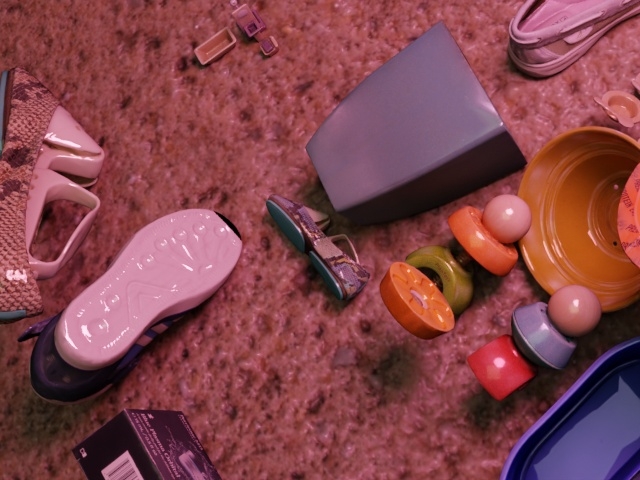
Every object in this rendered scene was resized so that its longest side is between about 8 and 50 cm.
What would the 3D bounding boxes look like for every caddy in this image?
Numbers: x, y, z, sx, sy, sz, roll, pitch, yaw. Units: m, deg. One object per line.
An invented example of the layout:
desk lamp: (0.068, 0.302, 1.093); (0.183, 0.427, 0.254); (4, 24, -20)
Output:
caddy: (0.350, 0.258, 0.872); (0.341, 0.179, 0.241); (-47, 68, 2)

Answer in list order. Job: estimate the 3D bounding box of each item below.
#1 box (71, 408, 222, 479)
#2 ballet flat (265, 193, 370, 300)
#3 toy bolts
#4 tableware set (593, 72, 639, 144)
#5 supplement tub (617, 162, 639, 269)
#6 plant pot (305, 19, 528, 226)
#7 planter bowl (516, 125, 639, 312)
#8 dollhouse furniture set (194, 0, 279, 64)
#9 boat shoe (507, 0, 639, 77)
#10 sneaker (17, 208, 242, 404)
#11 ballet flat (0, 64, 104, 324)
box: (-0.210, 0.305, 1.043); (0.093, 0.158, 0.156); (-38, 70, 6)
ballet flat: (0.000, 0.000, 1.113); (0.070, 0.070, 0.188); (-40, 71, 5)
toy bolts: (0.207, 0.060, 0.946); (0.158, 0.218, 0.228); (-45, 74, 25)
tableware set: (0.419, -0.150, 0.993); (0.168, 0.020, 0.141); (-28, 64, -27)
supplement tub: (0.450, 0.017, 0.791); (0.193, 0.316, 0.194); (-38, 41, 42)
plant pot: (0.115, -0.125, 1.053); (0.234, 0.165, 0.166); (-32, 70, 15)
planter bowl: (0.345, -0.027, 0.968); (0.217, 0.090, 0.217); (11, 103, 54)
dollhouse furniture set: (-0.137, -0.299, 1.210); (0.114, 0.081, 0.091); (-34, 69, 7)
boat shoe: (0.374, -0.348, 1.052); (0.320, 0.103, 0.118); (-39, 69, 5)
sneaker: (-0.268, 0.099, 1.132); (0.130, 0.236, 0.323); (47, 48, -1)
ballet flat: (-0.407, -0.072, 1.169); (0.181, 0.164, 0.483); (4, 46, -9)
